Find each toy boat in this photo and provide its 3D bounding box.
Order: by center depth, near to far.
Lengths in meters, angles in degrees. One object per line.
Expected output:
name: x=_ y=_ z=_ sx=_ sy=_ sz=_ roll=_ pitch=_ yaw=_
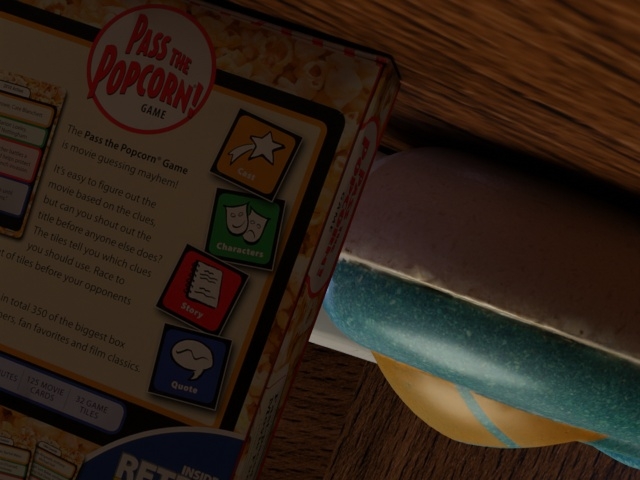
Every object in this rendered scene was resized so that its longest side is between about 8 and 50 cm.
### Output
toy boat: x=0.130 y=0.062 z=0.503 sx=0.268 sy=0.148 sz=0.318 roll=21 pitch=179 yaw=-28

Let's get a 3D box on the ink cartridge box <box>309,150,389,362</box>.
ink cartridge box: x=0.000 y=0.000 z=0.729 sx=0.273 sy=0.114 sz=0.198 roll=21 pitch=179 yaw=-28

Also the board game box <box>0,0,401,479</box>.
board game box: x=-0.074 y=0.010 z=0.400 sx=0.147 sy=0.193 sz=0.045 roll=21 pitch=180 yaw=10
